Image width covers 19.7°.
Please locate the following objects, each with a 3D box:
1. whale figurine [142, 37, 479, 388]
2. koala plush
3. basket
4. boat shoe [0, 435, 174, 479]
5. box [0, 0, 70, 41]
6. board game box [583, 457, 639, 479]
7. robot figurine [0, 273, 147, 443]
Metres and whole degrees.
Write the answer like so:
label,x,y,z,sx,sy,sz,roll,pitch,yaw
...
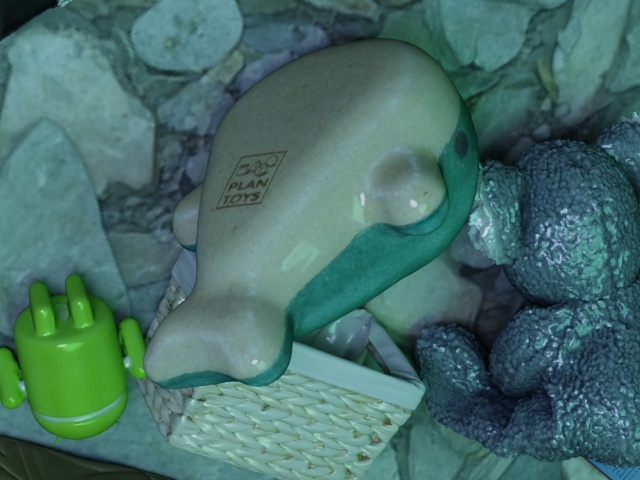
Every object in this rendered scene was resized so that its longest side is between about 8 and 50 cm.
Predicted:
label,x,y,z,sx,sy,sz,roll,pitch,yaw
whale figurine,0.000,0.000,1.144,0.141,0.216,0.272,53,49,-32
koala plush,0.180,0.029,1.287,0.196,0.203,0.221,-13,107,-19
basket,-0.034,0.092,1.253,0.167,0.113,0.103,22,108,-31
boat shoe,-0.156,0.212,1.267,0.285,0.103,0.092,22,110,-28
box,-0.154,-0.308,1.018,0.257,0.079,0.322,-31,124,-6
board game box,0.329,0.091,1.469,0.281,0.027,0.145,-47,126,3
robot figurine,-0.164,0.081,1.213,0.101,0.067,0.115,-14,120,-11
